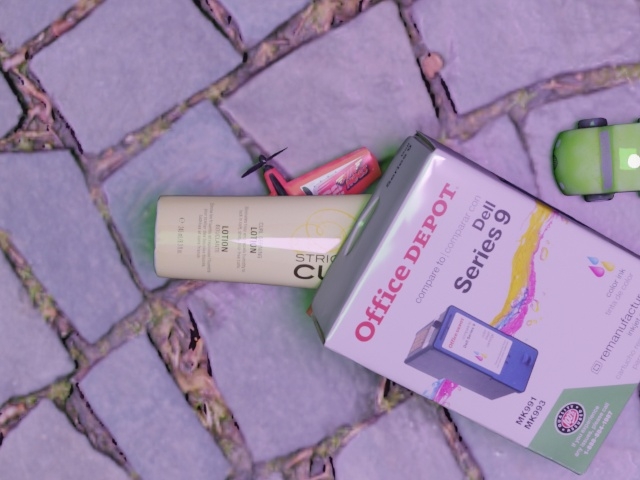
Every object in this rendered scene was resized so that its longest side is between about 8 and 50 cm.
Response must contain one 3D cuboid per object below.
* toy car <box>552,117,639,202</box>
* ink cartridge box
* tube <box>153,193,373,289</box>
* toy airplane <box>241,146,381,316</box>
[{"bbox_3d":[0.278,-0.060,0.906,0.225,0.053,0.239,-3,90,12],"label":"toy car"},{"bbox_3d":[0.121,0.042,0.889,0.212,0.093,0.154,29,98,-10],"label":"ink cartridge box"},{"bbox_3d":[0.000,0.000,0.938,0.240,0.062,0.070,3,132,-3],"label":"tube"},{"bbox_3d":[-0.005,-0.003,0.981,0.151,0.028,0.151,0,88,6],"label":"toy airplane"}]
